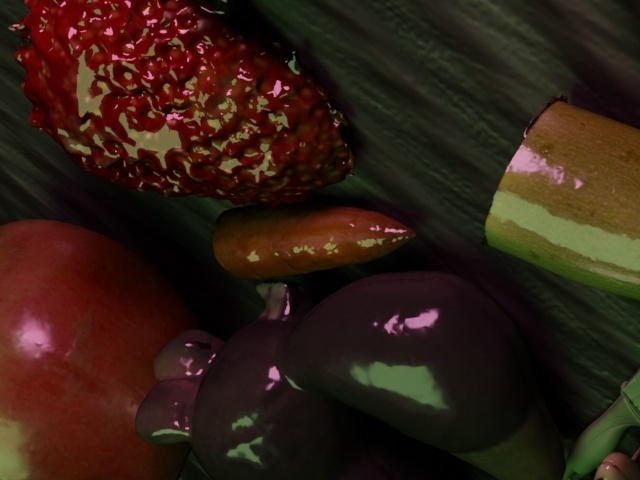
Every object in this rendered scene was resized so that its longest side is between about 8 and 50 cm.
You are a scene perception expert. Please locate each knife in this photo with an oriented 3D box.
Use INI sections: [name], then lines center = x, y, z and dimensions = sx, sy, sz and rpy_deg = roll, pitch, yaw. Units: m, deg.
[knife]
center = 0.260, 0.142, 1.283
dimensions = 0.043, 0.020, 0.293
rpy_deg = 36, 146, 11

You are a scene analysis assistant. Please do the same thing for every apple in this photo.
[apple]
center = -0.251, 0.149, 1.562
dimensions = 0.277, 0.319, 0.319
rpy_deg = 18, 153, -20

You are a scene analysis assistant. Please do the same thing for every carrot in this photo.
[carrot]
center = 0.000, 0.000, 1.335
dimensions = 0.205, 0.072, 0.072
rpy_deg = -1, 129, 42

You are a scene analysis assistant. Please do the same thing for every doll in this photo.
[doll]
center = 0.052, 0.221, 1.389
dimensions = 0.382, 0.252, 0.378
rpy_deg = 48, 147, -22

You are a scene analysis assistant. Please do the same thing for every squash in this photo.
[squash]
center = 0.218, -0.017, 1.058
dimensions = 0.186, 0.123, 0.123
rpy_deg = 22, 143, 20

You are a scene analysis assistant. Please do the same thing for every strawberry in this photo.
[strawberry]
center = -0.130, -0.115, 1.273
dimensions = 0.306, 0.138, 0.233
rpy_deg = 24, 142, 27

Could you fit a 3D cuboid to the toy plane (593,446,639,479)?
[toy plane]
center = 0.275, 0.259, 1.338
dimensions = 0.229, 0.092, 0.244
rpy_deg = 16, 139, 36
